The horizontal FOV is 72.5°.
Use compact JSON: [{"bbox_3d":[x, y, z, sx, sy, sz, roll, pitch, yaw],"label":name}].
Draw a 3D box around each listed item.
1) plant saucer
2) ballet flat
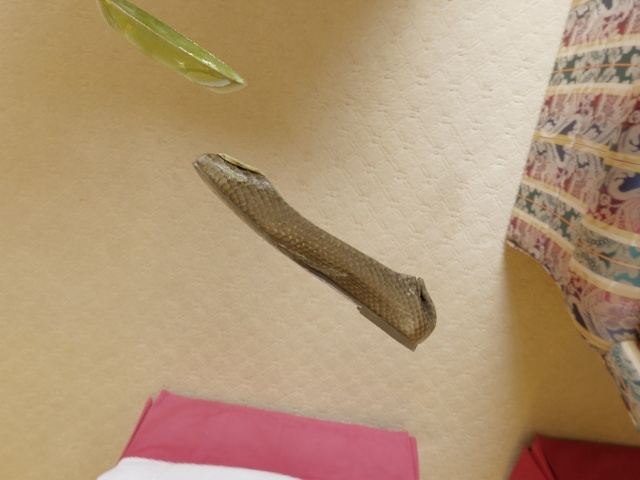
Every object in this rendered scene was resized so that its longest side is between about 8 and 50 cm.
[{"bbox_3d":[-0.222,-0.288,0.654,0.240,0.241,0.037,32,105,-9],"label":"plant saucer"},{"bbox_3d":[0.000,0.000,0.376,0.249,0.084,0.058,38,89,0],"label":"ballet flat"}]
